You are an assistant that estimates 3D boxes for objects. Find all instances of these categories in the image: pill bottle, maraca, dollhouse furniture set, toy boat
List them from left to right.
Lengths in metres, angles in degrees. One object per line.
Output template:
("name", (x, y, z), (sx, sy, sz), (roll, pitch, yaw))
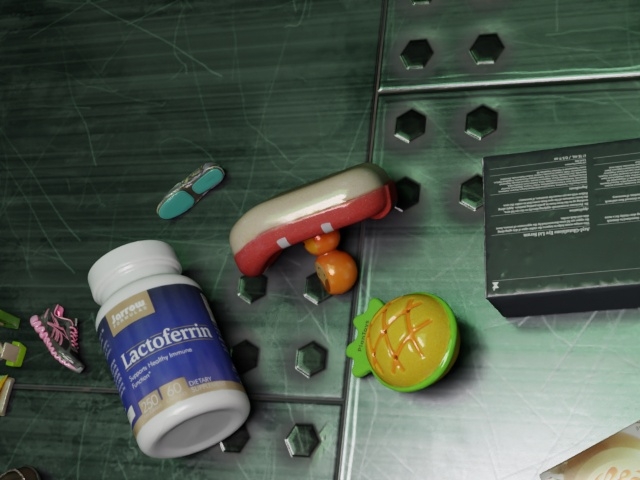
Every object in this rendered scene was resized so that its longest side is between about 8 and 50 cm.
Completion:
("dollhouse furniture set", (-0.481, 0.177, 1.729), (0.076, 0.058, 0.151), (7, 75, 25))
("pill bottle", (-0.207, 0.139, 1.574), (0.153, 0.153, 0.264), (-32, 63, 10))
("toy boat", (0.000, 0.000, 1.560), (0.231, 0.151, 0.151), (-20, 95, 16))
("maraca", (0.099, 0.125, 1.485), (0.186, 0.099, 0.127), (0, 68, 50))

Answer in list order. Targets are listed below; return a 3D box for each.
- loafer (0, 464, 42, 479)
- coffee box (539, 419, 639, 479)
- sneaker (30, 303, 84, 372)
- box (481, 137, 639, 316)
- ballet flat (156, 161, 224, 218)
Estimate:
("loafer", (-0.472, 0.395, 1.640), (0.220, 0.078, 0.080), (-45, 62, 4))
("coffee box", (0.387, 0.265, 1.310), (0.247, 0.098, 0.141), (-31, 64, 11))
("sneaker", (-0.366, 0.137, 1.707), (0.057, 0.047, 0.119), (-39, 63, -6))
("box", (0.333, -0.015, 1.428), (0.261, 0.103, 0.184), (-6, 67, 21))
("ballet flat", (-0.187, -0.074, 1.708), (0.114, 0.041, 0.041), (-36, 63, 8))
